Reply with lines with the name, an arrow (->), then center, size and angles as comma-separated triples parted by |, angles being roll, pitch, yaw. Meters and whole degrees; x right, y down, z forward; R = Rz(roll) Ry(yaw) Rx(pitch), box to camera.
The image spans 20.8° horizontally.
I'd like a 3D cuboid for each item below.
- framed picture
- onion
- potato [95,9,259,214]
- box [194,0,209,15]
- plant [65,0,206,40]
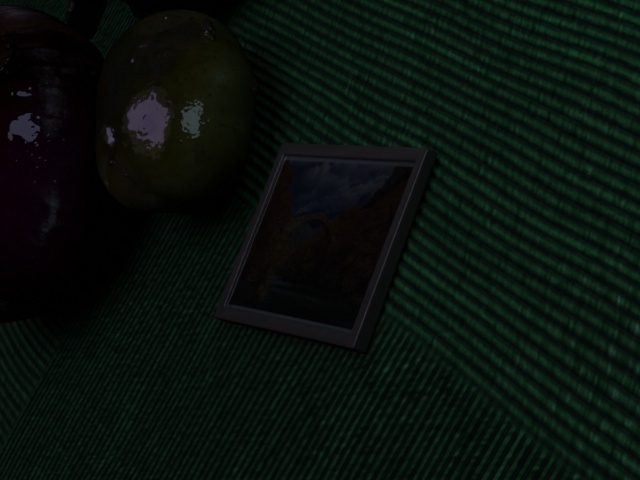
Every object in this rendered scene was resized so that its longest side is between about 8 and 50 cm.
framed picture -> 0.000, 0.000, 1.541 | 0.250, 0.016, 0.184 | 10, 76, 58
onion -> -0.399, -0.090, 1.870 | 0.348, 0.385, 0.347 | -14, 73, 53
potato -> -0.148, -0.130, 1.742 | 0.197, 0.148, 0.228 | -14, 52, 35
box -> -0.180, -0.229, 1.984 | 0.156, 0.022, 0.089 | -37, 37, 37
plant -> -0.206, -0.351, 1.891 | 0.312, 0.213, 0.215 | -14, 53, 35
